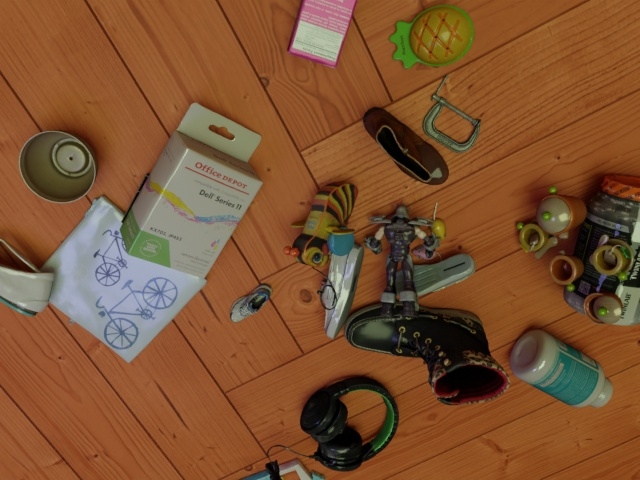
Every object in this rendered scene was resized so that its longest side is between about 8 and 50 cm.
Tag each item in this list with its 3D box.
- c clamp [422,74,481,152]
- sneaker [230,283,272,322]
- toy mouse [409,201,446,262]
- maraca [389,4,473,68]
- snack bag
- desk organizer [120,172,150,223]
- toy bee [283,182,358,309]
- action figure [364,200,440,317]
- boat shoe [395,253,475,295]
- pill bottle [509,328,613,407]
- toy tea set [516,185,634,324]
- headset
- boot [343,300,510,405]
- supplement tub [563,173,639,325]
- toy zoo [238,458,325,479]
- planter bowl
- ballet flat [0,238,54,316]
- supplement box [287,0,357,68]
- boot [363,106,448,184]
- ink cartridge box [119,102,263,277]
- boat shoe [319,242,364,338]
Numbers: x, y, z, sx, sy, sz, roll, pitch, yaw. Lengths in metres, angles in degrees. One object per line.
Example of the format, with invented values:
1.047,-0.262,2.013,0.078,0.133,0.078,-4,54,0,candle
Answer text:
0.318,-0.289,1.427,0.161,0.022,0.137,34,104,-14,c clamp
-0.183,0.166,1.540,0.135,0.058,0.052,-42,108,12,sneaker
0.256,0.002,1.525,0.143,0.031,0.160,-21,110,4,toy mouse
0.245,-0.447,1.327,0.186,0.099,0.127,-7,104,25,maraca
-0.514,0.106,1.506,0.342,0.037,0.323,41,102,-14,snack bag
-0.420,-0.092,1.417,0.047,0.050,0.130,28,93,-13,desk organizer
0.000,0.000,1.403,0.162,0.195,0.298,11,69,-41,toy bee
0.194,0.045,1.474,0.186,0.099,0.284,2,90,26,action figure
0.290,0.101,1.538,0.226,0.083,0.076,-15,152,20,boat shoe
0.658,0.358,1.625,0.264,0.146,0.146,29,106,-13,pill bottle
0.588,0.039,1.399,0.124,0.336,0.200,-9,141,-37,toy tea set
0.035,0.537,1.626,0.394,0.185,0.243,-26,110,-7,headset
0.260,0.276,1.491,0.378,0.284,0.138,6,110,-7,boot
0.739,0.020,1.474,0.207,0.207,0.337,4,110,-6,supplement tub
-0.123,0.757,1.777,0.293,0.030,0.192,-21,110,4,toy zoo
-0.577,-0.176,1.357,0.162,0.109,0.162,-1,110,-3,planter bowl
-0.816,0.036,1.417,0.400,0.139,0.139,29,106,-8,ballet flat
0.010,-0.494,1.281,0.114,0.111,0.219,16,109,-11,supplement box
0.212,-0.186,1.319,0.096,0.280,0.264,-41,108,11,boot
-0.279,-0.107,1.367,0.207,0.119,0.353,22,109,-36,ink cartridge box
0.042,0.122,1.532,0.084,0.095,0.258,19,102,17,boat shoe
